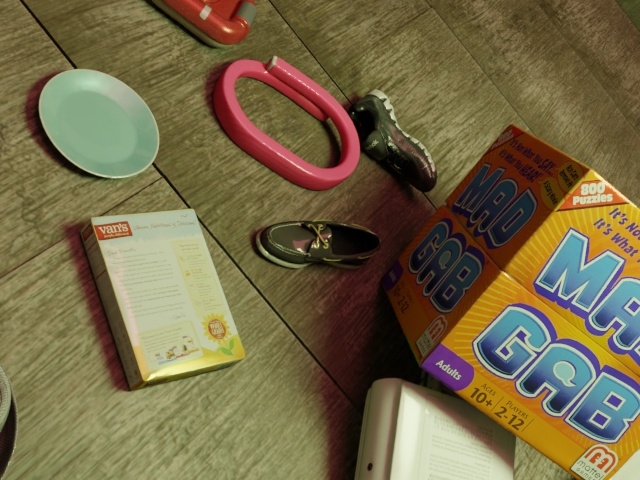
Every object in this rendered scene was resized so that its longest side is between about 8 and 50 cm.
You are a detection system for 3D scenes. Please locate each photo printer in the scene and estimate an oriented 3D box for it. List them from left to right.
[{"bbox_3d":[0.166,0.383,1.225,0.256,0.107,0.308,22,64,-27],"label":"photo printer"}]

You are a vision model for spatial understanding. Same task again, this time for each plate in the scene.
[{"bbox_3d":[-0.330,-0.171,1.243,0.188,0.024,0.188,21,53,-30],"label":"plate"}]

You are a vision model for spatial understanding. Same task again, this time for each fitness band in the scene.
[{"bbox_3d":[-0.055,-0.211,1.480,0.290,0.054,0.209,32,48,-20],"label":"fitness band"}]

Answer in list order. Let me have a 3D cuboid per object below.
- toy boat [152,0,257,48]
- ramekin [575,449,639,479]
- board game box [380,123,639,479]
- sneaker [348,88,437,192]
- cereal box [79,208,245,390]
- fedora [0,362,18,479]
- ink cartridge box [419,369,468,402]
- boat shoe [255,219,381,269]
[{"bbox_3d":[-0.197,-0.456,1.442,0.231,0.151,0.151,35,46,-19],"label":"toy boat"},{"bbox_3d":[0.550,0.503,1.454,0.272,0.127,0.273,8,70,-23],"label":"ramekin"},{"bbox_3d":[0.365,0.088,1.324,0.356,0.356,0.356,36,11,-15],"label":"board game box"},{"bbox_3d":[0.130,-0.182,1.606,0.106,0.078,0.234,-26,79,-43],"label":"sneaker"},{"bbox_3d":[-0.219,0.075,1.165,0.173,0.047,0.240,-6,68,-43],"label":"cereal box"},{"bbox_3d":[-0.433,0.185,0.858,0.275,0.124,0.244,-16,74,-45],"label":"fedora"},{"bbox_3d":[0.218,0.263,1.411,0.099,0.056,0.135,35,47,-19],"label":"ink cartridge box"},{"bbox_3d":[0.000,0.000,1.382,0.227,0.068,0.081,5,61,-38],"label":"boat shoe"}]
